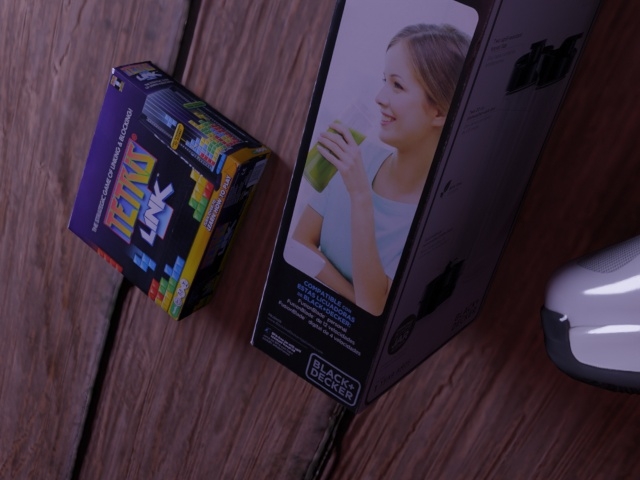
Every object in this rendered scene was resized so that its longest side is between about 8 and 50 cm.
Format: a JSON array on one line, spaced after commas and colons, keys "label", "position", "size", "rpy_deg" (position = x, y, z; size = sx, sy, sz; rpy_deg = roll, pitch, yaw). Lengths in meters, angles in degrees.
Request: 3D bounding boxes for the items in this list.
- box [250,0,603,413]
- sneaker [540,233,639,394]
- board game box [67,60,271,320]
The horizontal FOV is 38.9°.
[{"label": "box", "position": [0.068, -0.059, 0.542], "size": [0.087, 0.169, 0.290], "rpy_deg": [31, 124, 24]}, {"label": "sneaker", "position": [0.287, -0.092, 0.407], "size": [0.447, 0.169, 0.257], "rpy_deg": [-20, 87, 30]}, {"label": "board game box", "position": [-0.132, -0.040, 0.759], "size": [0.141, 0.048, 0.170], "rpy_deg": [36, 124, 17]}]
